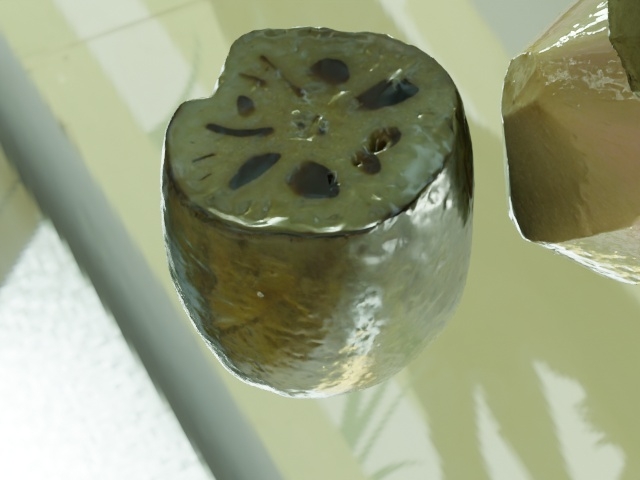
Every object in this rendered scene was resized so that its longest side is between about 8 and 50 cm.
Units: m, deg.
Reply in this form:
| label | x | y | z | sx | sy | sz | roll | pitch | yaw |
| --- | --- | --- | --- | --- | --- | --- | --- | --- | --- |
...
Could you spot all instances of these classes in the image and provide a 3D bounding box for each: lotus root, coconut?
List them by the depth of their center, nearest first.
| label | x | y | z | sx | sy | sz | roll | pitch | yaw |
| --- | --- | --- | --- | --- | --- | --- | --- | --- | --- |
| lotus root | 0.000 | 0.000 | 1.464 | 0.250 | 0.250 | 0.346 | 48 | -16 | 22 |
| coconut | 0.253 | -0.091 | 1.480 | 0.259 | 0.259 | 0.259 | 29 | -48 | 39 |

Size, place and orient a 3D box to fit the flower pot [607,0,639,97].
| label | x | y | z | sx | sy | sz | roll | pitch | yaw |
| --- | --- | --- | --- | --- | --- | --- | --- | --- | --- |
| flower pot | 0.288 | -0.150 | 1.123 | 0.203 | 0.212 | 0.212 | -1 | -70 | 55 |
